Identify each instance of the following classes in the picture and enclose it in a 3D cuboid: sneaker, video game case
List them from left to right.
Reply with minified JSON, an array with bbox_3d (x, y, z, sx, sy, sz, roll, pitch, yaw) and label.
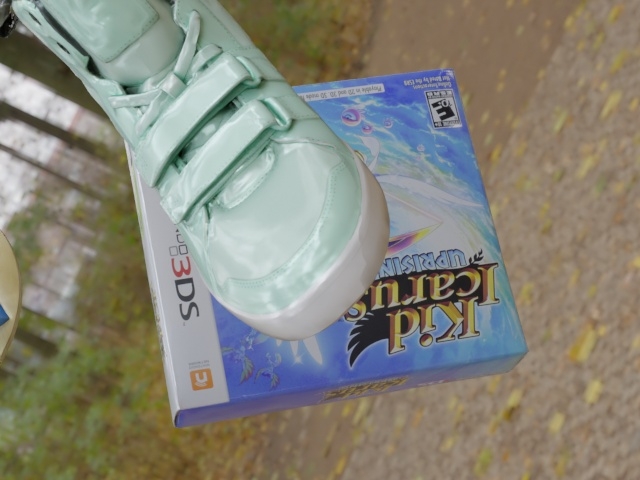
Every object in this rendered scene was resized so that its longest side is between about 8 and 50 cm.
[{"bbox_3d":[-0.071,-0.061,0.623,0.094,0.151,0.256,-45,40,9],"label":"sneaker"},{"bbox_3d":[0.000,0.000,1.064,0.061,0.270,0.244,112,147,-69],"label":"video game case"}]

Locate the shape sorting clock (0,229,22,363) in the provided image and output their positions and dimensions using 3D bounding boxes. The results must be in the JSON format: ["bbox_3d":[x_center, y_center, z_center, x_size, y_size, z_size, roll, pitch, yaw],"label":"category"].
[{"bbox_3d":[-0.329,0.059,1.078,0.040,0.206,0.206,70,-142,-60],"label":"shape sorting clock"}]
